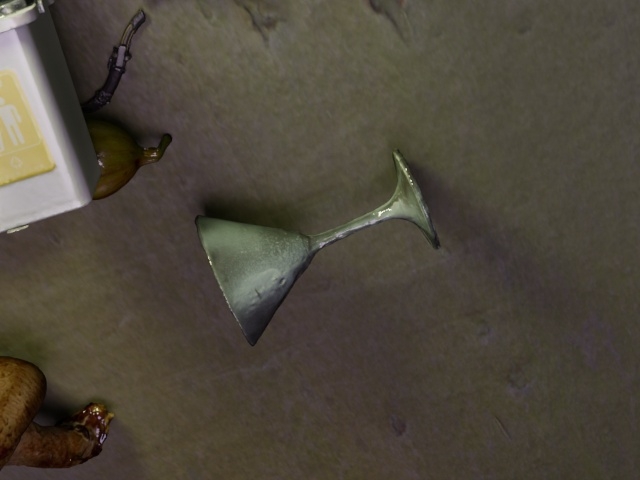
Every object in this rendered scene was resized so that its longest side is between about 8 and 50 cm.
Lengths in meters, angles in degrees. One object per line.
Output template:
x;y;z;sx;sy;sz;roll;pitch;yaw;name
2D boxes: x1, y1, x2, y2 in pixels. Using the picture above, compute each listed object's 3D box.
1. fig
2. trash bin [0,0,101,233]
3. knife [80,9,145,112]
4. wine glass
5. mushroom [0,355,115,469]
-0.375;-0.139;1.824;0.187;0.148;0.142;9;91;2;fig
-0.497;-0.226;1.628;0.256;0.296;0.367;-18;113;1;trash bin
-0.354;-0.304;1.791;0.046;0.021;0.222;28;116;-21;knife
0.000;0.000;1.916;0.406;0.267;0.267;-23;123;3;wine glass
-0.645;0.416;2.060;0.331;0.334;0.356;-31;112;12;mushroom
